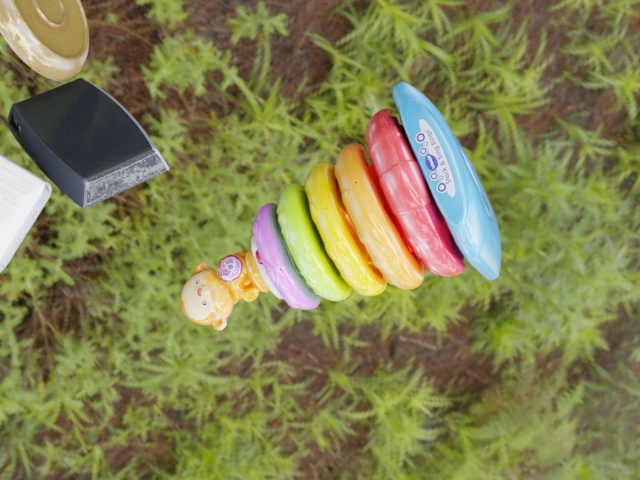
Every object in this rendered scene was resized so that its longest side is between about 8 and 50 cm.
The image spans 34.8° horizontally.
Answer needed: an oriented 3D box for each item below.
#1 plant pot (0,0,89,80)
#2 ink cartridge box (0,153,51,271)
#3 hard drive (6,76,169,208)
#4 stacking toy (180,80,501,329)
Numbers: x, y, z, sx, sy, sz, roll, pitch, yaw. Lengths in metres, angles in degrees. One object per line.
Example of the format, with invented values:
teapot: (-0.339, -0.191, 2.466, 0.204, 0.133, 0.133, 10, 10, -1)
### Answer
plant pot: (-0.432, -0.364, 1.585, 0.032, 0.236, 0.236, -20, 141, 21)
ink cartridge box: (-0.643, 0.001, 1.548, 0.308, 0.091, 0.385, 31, 81, -4)
hard drive: (-0.373, -0.165, 1.616, 0.172, 0.254, 0.054, -28, 142, -28)
stacking toy: (0.000, 0.000, 0.930, 0.301, 0.175, 0.166, -24, 162, 12)
